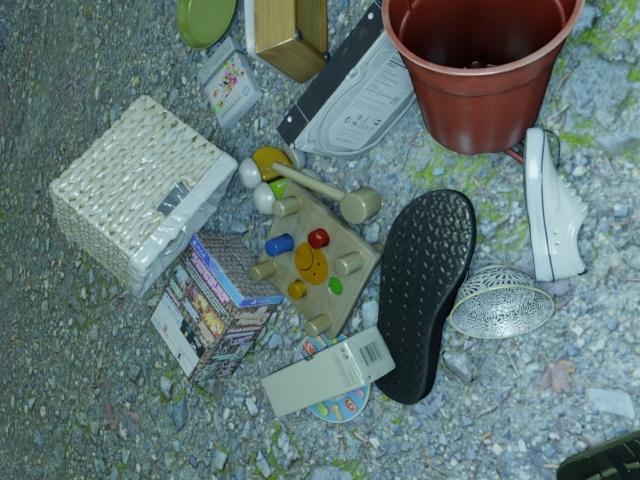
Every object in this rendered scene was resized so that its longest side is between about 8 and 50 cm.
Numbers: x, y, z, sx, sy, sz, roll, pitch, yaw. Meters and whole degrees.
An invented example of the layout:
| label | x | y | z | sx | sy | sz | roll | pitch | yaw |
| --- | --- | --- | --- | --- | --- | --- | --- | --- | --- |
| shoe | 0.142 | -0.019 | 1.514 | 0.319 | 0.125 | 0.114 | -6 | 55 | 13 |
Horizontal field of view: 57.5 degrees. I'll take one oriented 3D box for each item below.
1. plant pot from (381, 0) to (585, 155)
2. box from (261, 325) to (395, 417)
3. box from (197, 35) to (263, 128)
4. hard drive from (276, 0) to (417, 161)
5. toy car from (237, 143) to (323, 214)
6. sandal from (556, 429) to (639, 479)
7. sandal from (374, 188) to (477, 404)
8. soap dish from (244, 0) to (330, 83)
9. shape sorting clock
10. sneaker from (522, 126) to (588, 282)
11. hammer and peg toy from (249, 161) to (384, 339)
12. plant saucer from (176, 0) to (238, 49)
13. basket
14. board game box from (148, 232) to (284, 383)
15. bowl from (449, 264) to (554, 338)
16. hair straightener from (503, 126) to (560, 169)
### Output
| label | x | y | z | sx | sy | sz | roll | pitch | yaw |
| --- | --- | --- | --- | --- | --- | --- | --- | --- | --- |
| plant pot | 0.252 | -0.286 | 0.921 | 0.273 | 0.265 | 0.272 | -6 | 65 | 13 |
| box | 0.010 | 0.269 | 1.182 | 0.275 | 0.113 | 0.094 | -32 | 78 | 40 |
| box | -0.234 | -0.404 | 1.499 | 0.145 | 0.038 | 0.186 | -36 | 69 | 33 |
| hard drive | 0.102 | -0.294 | 1.099 | 0.339 | 0.237 | 0.064 | -47 | 62 | 27 |
| toy car | -0.094 | -0.122 | 1.331 | 0.182 | 0.159 | 0.136 | 57 | 156 | 24 |
| sandal | 0.495 | 0.334 | 0.878 | 0.303 | 0.086 | 0.120 | -38 | 72 | 48 |
| sandal | 0.196 | 0.103 | 1.119 | 0.168 | 0.107 | 0.445 | 29 | 120 | 34 |
| soap dish | -0.067 | -0.512 | 1.257 | 0.118 | 0.229 | 0.290 | -2 | 88 | 22 |
| shape sorting clock | 0.020 | 0.298 | 1.282 | 0.206 | 0.040 | 0.206 | -1 | 89 | 39 |
| sneaker | 0.386 | -0.060 | 0.957 | 0.091 | 0.094 | 0.257 | -7 | 102 | 17 |
| hammer and peg toy | 0.000 | 0.000 | 1.186 | 0.266 | 0.127 | 0.361 | 41 | 130 | 24 |
| plant saucer | -0.295 | -0.626 | 1.552 | 0.241 | 0.037 | 0.240 | -1 | 89 | 38 |
| basket | -0.405 | -0.092 | 1.338 | 0.266 | 0.328 | 0.331 | 39 | 156 | -6 |
| board game box | -0.264 | 0.164 | 1.449 | 0.232 | 0.141 | 0.291 | 48 | 117 | 29 |
| bowl | 0.305 | 0.094 | 1.003 | 0.170 | 0.170 | 0.080 | -31 | 42 | 35 |
| hair straightener | 0.333 | -0.200 | 1.031 | 0.230 | 0.047 | 0.089 | 46 | 117 | 30 |
